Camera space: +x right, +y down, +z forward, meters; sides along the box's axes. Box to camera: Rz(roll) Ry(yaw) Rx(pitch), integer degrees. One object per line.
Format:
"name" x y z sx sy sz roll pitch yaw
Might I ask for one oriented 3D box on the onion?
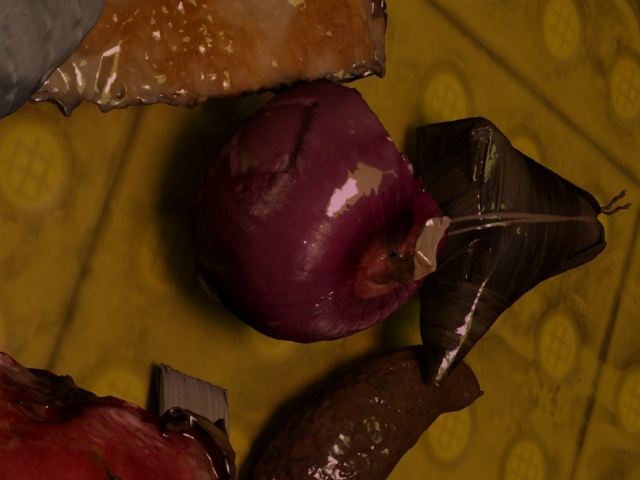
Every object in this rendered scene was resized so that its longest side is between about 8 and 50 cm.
"onion" -0.008 -0.010 1.485 0.207 0.200 0.201 63 33 -84

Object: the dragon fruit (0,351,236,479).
"dragon fruit" -0.240 0.178 1.147 0.263 0.296 0.314 48 49 -34

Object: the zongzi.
"zongzi" 0.169 0.039 1.718 0.247 0.111 0.241 24 66 -47

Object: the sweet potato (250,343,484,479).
"sweet potato" 0.022 0.168 1.583 0.341 0.092 0.114 -39 135 -40

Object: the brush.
"brush" -0.090 0.249 1.443 0.090 0.017 0.314 26 54 -48

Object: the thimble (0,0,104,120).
"thimble" -0.257 -0.183 1.175 0.250 0.205 0.172 46 56 -6

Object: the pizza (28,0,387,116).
"pizza" -0.071 -0.255 1.480 0.392 0.080 0.435 28 72 -45
